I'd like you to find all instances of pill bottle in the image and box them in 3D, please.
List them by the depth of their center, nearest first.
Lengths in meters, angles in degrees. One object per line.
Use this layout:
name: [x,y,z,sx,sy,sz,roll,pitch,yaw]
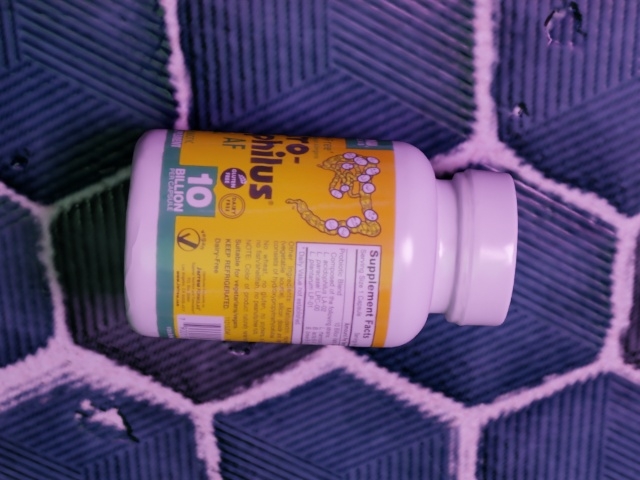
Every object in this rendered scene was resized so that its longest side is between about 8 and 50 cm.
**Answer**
pill bottle: [0.000,0.000,0.795,0.208,0.117,0.118,3,119,-2]
